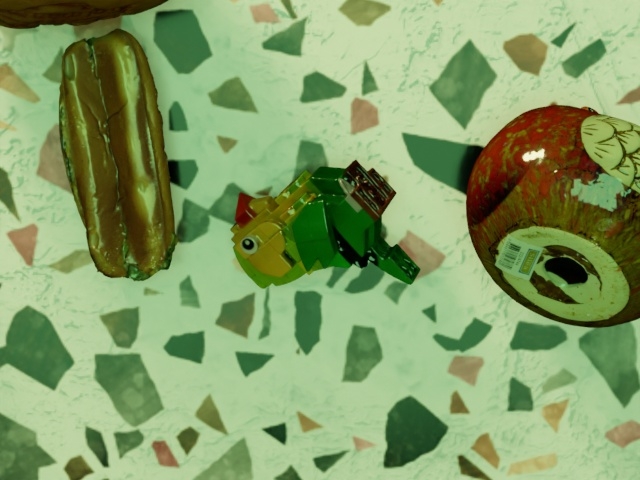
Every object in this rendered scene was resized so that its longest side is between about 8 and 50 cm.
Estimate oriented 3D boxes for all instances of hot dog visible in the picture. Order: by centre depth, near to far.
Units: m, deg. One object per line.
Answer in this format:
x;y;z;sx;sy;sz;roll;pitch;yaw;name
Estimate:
-0.217;-0.087;1.746;0.115;0.072;0.269;-6;97;2;hot dog

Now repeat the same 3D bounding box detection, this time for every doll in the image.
-0.003;-0.008;1.731;0.186;0.106;0.134;-10;110;20;doll

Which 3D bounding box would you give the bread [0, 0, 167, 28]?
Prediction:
-0.272;-0.285;1.635;0.269;0.270;0.148;-1;97;2;bread

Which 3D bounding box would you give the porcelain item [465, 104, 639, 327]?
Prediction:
0.274;-0.046;1.686;0.253;0.253;0.253;0;96;2;porcelain item
